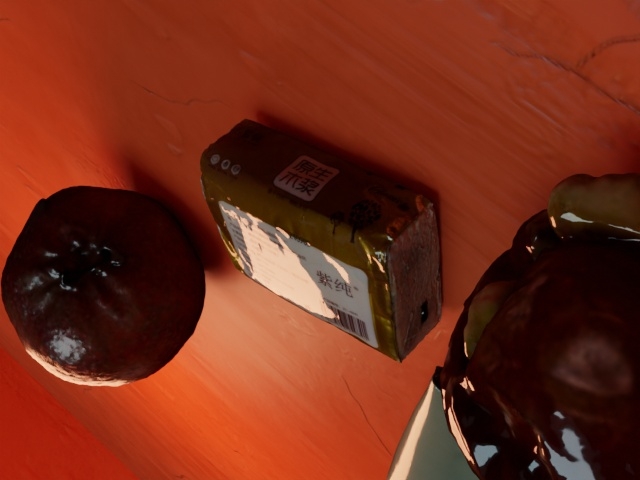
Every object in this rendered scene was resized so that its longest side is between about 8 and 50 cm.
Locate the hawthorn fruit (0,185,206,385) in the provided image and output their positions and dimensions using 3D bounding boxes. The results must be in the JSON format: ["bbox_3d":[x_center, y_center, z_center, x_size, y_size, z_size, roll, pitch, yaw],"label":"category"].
[{"bbox_3d":[-0.286,0.077,1.133,0.265,0.265,0.307,40,160,10],"label":"hawthorn fruit"}]

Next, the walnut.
[{"bbox_3d":[0.219,0.093,0.520,0.269,0.244,0.222,36,-170,4],"label":"walnut"}]

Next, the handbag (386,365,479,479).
[{"bbox_3d":[0.187,0.248,0.856,0.241,0.109,0.315,37,148,13],"label":"handbag"}]

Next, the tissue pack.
[{"bbox_3d":[0.000,0.000,0.791,0.226,0.092,0.183,29,148,31],"label":"tissue pack"}]
